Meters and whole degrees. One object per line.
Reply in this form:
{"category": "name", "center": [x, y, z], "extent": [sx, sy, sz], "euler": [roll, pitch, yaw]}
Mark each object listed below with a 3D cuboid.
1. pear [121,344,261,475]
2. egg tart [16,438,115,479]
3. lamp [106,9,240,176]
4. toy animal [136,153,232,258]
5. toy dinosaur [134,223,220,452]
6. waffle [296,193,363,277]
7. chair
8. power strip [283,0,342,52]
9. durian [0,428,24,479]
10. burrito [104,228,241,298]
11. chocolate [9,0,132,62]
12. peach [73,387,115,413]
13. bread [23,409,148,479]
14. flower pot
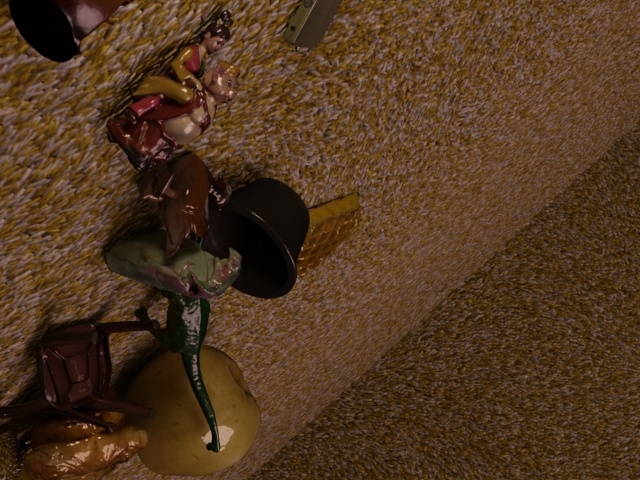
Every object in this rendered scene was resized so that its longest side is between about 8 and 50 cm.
{"category": "pear", "center": [-0.295, 0.385, 1.927], "extent": [0.309, 0.309, 0.309], "euler": [-36, 158, -17]}
{"category": "egg tart", "center": [-0.567, 0.506, 1.900], "extent": [0.315, 0.120, 0.315], "euler": [-35, 157, -18]}
{"category": "lamp", "center": [-0.191, -0.207, 1.235], "extent": [0.253, 0.118, 0.118], "euler": [-43, 159, 2]}
{"category": "toy animal", "center": [-0.216, -0.052, 1.427], "extent": [0.089, 0.188, 0.179], "euler": [-7, 162, 37]}
{"category": "toy dinosaur", "center": [-0.232, 0.196, 1.659], "extent": [0.087, 0.301, 0.447], "euler": [-21, 152, -41]}
{"category": "waffle", "center": [0.000, 0.000, 2.036], "extent": [0.229, 0.057, 0.219], "euler": [-21, 150, -46]}
{"category": "chair", "center": [-0.467, 0.247, 1.598], "extent": [0.327, 0.183, 0.176], "euler": [-3, -178, 32]}
{"category": "power strip", "center": [-0.003, -0.373, 1.369], "extent": [0.076, 0.028, 0.169], "euler": [-13, 142, -53]}
{"category": "durian", "center": [-0.658, 0.471, 1.703], "extent": [0.146, 0.102, 0.208], "euler": [-28, 159, -42]}
{"category": "burrito", "center": [-0.244, 0.045, 1.456], "extent": [0.144, 0.229, 0.089], "euler": [-23, 120, -41]}
{"category": "chocolate", "center": [-0.272, -0.277, 0.960], "extent": [0.127, 0.124, 0.133], "euler": [107, 4, -50]}
{"category": "peach", "center": [-0.481, 0.327, 1.795], "extent": [0.098, 0.061, 0.098], "euler": [-17, 157, -7]}
{"category": "bread", "center": [-0.475, 0.407, 1.721], "extent": [0.236, 0.120, 0.198], "euler": [-5, 166, -36]}
{"category": "flower pot", "center": [-0.116, -0.023, 1.621], "extent": [0.148, 0.235, 0.235], "euler": [-53, 169, -39]}
